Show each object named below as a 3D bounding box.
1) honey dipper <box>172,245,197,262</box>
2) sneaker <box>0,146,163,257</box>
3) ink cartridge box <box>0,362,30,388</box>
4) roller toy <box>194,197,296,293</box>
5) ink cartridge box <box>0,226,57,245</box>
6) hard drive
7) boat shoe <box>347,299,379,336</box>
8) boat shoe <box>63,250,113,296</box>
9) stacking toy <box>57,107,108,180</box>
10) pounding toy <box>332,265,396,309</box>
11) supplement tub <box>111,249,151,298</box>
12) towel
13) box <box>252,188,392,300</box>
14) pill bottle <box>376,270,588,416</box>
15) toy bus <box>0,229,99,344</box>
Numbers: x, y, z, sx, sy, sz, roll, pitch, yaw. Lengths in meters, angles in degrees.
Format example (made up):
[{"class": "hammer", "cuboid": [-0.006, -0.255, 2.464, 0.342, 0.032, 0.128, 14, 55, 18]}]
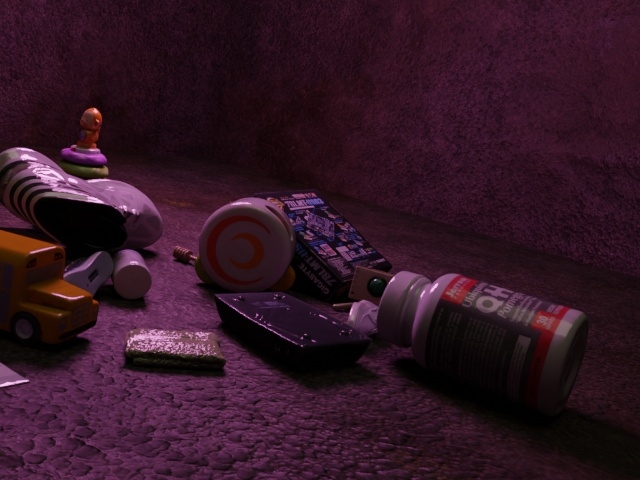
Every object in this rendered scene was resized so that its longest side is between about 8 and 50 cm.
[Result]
[{"class": "honey dipper", "cuboid": [-0.265, 0.051, 1.623, 0.161, 0.030, 0.030, 20, 14, 26]}, {"class": "sneaker", "cuboid": [-0.446, -0.022, 1.471, 0.258, 0.169, 0.448, 36, 6, 32]}, {"class": "ink cartridge box", "cuboid": [-0.495, 0.152, 0.758, 0.239, 0.060, 0.275, 20, 13, 36]}, {"class": "roller toy", "cuboid": [-0.147, 0.008, 1.511, 0.210, 0.191, 0.146, 11, 10, 3]}, {"class": "ink cartridge box", "cuboid": [-0.609, 0.014, 1.362, 0.180, 0.060, 0.104, 3, 14, -39]}, {"class": "hard drive", "cuboid": [-0.055, 0.150, 1.233, 0.172, 0.054, 0.255, 1, 14, -42]}, {"class": "boat shoe", "cuboid": [0.091, 0.155, 1.361, 0.063, 0.066, 0.184, 13, 1, 14]}, {"class": "boat shoe", "cuboid": [-0.433, 0.078, 1.236, 0.083, 0.065, 0.183, -14, 17, 17]}, {"class": "stacking toy", "cuboid": [-0.560, -0.164, 1.696, 0.175, 0.301, 0.166, 21, 14, 40]}, {"class": "pounding toy", "cuboid": [0.116, 0.115, 1.539, 0.130, 0.100, 0.141, 15, 1, 18]}, {"class": "supplement tub", "cuboid": [-0.357, 0.062, 1.342, 0.071, 0.070, 0.107, 7, 12, -23]}, {"class": "towel", "cuboid": [-0.220, 0.161, 1.080, 0.148, 0.027, 0.110, 8, 12, -17]}, {"class": "box", "cuboid": [0.000, 0.000, 1.700, 0.293, 0.073, 0.296, 44, 22, 17]}, {"class": "pill bottle", "cuboid": [0.262, 0.156, 1.194, 0.319, 0.176, 0.176, 17, 12, 30]}, {"class": "toy bus", "cuboid": [-0.501, 0.053, 1.079, 0.333, 0.130, 0.108, 14, 11, 14]}]
